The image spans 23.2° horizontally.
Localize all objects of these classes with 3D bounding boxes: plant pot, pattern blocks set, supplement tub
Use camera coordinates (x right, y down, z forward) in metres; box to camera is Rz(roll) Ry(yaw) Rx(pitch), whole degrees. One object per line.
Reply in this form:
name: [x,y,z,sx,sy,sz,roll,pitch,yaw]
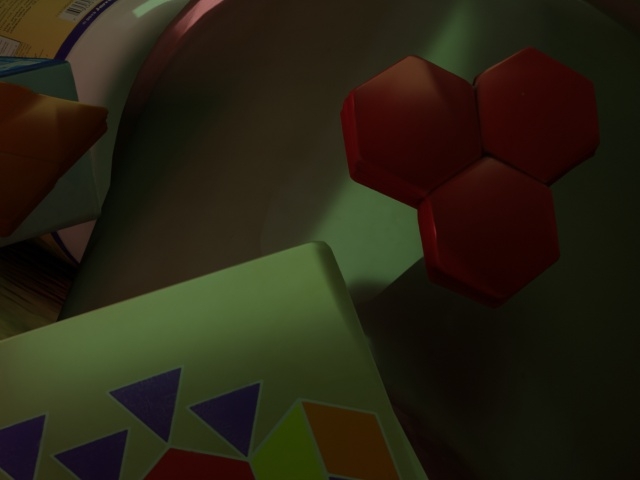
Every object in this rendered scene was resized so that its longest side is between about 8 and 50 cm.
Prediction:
plant pot: [0.022,0.048,0.636,0.323,0.323,0.280,11,31,15]
pattern blocks set: [-0.047,0.088,0.428,0.325,0.285,0.026,-10,-11,-15]
supplement tub: [-0.178,-0.105,1.219,0.241,0.241,0.331,-3,16,-39]

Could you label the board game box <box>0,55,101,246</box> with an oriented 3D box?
board game box: [-0.300,-0.013,0.610,0.318,0.066,0.318,-19,17,-33]
